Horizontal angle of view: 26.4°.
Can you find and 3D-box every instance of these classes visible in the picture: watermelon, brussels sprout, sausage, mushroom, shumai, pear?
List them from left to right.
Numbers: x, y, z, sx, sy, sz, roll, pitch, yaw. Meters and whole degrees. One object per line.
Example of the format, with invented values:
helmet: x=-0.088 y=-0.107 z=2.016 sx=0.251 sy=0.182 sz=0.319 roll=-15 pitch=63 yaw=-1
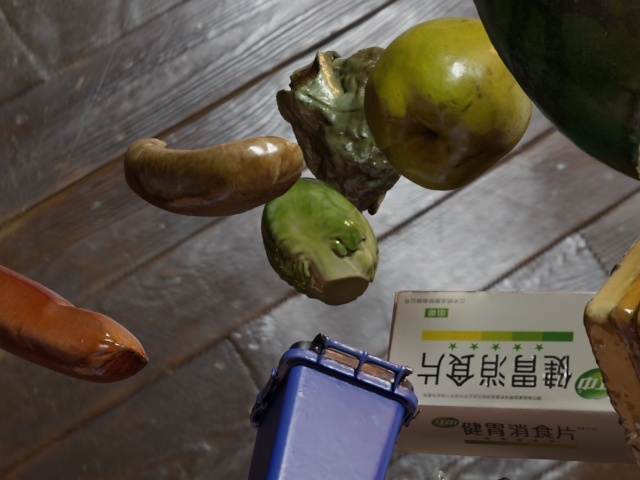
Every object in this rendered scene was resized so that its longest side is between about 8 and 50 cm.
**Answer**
sausage: x=-0.346 y=0.103 z=1.670 sx=0.097 sy=0.348 sz=0.094 roll=41 pitch=73 yaw=-50
mushroom: x=-0.114 y=-0.057 z=1.222 sx=0.094 sy=0.210 sz=0.072 roll=3 pitch=90 yaw=-52
brussels sprout: x=-0.003 y=0.002 z=1.509 sx=0.118 sy=0.155 sz=0.155 roll=-29 pitch=97 yaw=11
shumai: x=0.048 y=-0.182 z=1.899 sx=0.218 sy=0.189 sz=0.255 roll=28 pitch=72 yaw=8
pear: x=0.149 y=-0.164 z=1.572 sx=0.200 sy=0.200 sz=0.200 roll=0 pitch=90 yaw=-13
watermelon: x=0.134 y=-0.115 z=0.740 sx=0.146 sy=0.231 sz=0.128 roll=27 pitch=72 yaw=18

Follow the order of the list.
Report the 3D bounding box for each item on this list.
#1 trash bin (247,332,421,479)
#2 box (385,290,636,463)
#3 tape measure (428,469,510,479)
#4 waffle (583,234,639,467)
trash bin: x=0.000 y=0.236 z=1.421 sx=0.163 sy=0.184 sz=0.234 roll=22 pitch=48 yaw=-5
box: x=0.253 y=0.171 z=1.720 sx=0.333 sy=0.145 sz=0.173 roll=0 pitch=56 yaw=15
tape measure: x=0.122 y=0.279 z=1.058 sx=0.178 sy=0.105 sz=0.196 roll=55 pitch=40 yaw=-8
waffle: x=0.399 y=0.063 z=1.266 sx=0.376 sy=0.114 sz=0.261 roll=-45 pitch=118 yaw=-40
